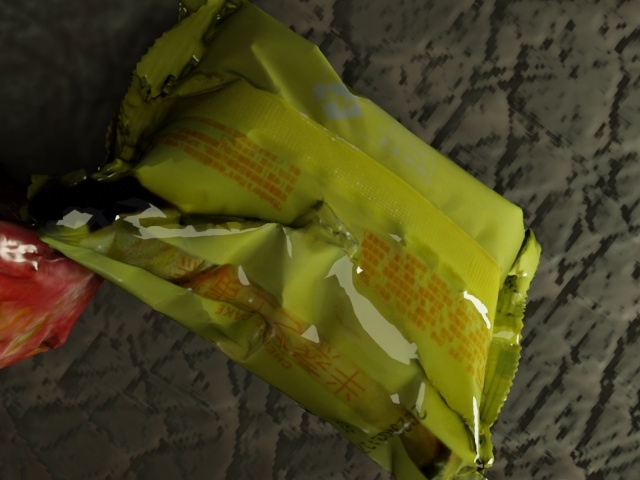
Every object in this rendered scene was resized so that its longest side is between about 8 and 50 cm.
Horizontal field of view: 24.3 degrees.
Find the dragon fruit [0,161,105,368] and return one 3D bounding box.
[{"bbox_3d":[-0.224,0.029,0.584,0.262,0.134,0.212,23,105,-14],"label":"dragon fruit"}]

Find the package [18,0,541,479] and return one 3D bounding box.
[{"bbox_3d":[0.000,0.000,0.612,0.226,0.168,0.090,36,137,-13],"label":"package"}]
